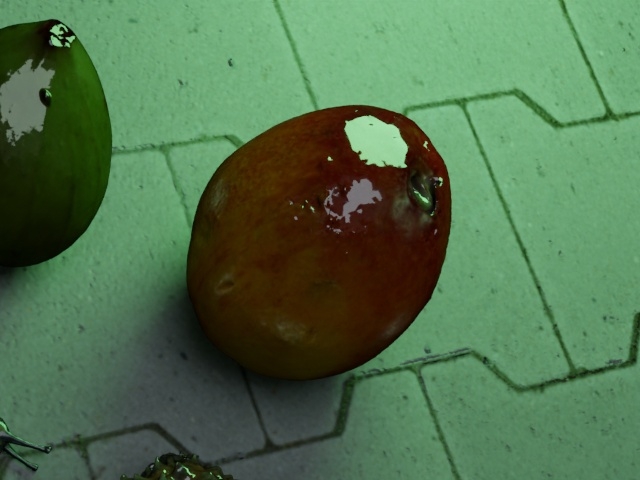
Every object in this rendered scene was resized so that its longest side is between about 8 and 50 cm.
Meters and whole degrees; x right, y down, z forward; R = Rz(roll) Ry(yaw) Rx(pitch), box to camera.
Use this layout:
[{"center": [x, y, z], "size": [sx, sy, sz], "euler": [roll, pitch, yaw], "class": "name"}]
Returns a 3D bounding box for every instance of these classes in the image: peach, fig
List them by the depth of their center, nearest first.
[{"center": [-0.283, -0.098, 1.639], "size": [0.203, 0.225, 0.203], "euler": [19, 36, -15], "class": "fig"}, {"center": [0.000, 0.000, 1.681], "size": [0.281, 0.281, 0.238], "euler": [-27, 79, -32], "class": "peach"}]

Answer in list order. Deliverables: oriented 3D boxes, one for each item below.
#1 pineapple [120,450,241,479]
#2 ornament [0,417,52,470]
[{"center": [-0.125, 0.265, 1.564], "size": [0.166, 0.166, 0.193], "euler": [7, 43, -20], "class": "pineapple"}, {"center": [-0.310, 0.177, 1.601], "size": [0.125, 0.028, 0.073], "euler": [40, 56, -2], "class": "ornament"}]
